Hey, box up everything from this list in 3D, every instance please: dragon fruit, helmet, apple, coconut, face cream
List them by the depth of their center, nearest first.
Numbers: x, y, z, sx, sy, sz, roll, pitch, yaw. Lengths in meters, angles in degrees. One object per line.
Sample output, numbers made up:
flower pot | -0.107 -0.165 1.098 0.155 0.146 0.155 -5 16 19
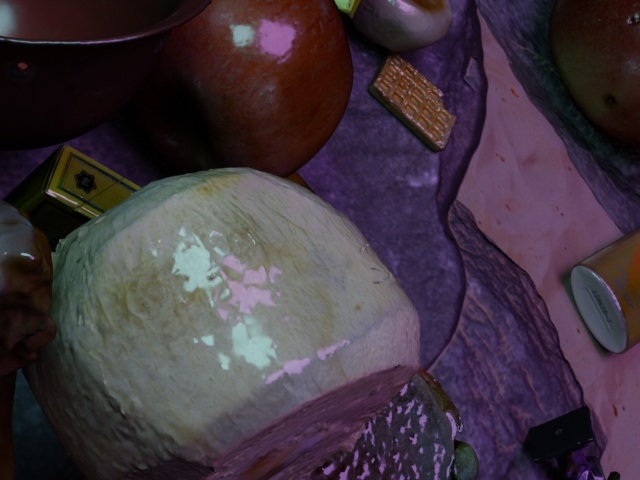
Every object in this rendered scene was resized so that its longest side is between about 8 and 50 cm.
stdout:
coconut | -0.089 0.075 0.959 0.297 0.297 0.254 -13 58 -44
helmet | -0.286 -0.200 1.075 0.337 0.230 0.385 -25 58 -41
dragon fruit | 0.022 0.214 1.193 0.295 0.130 0.268 27 70 -24
apple | -0.077 -0.182 1.248 0.253 0.253 0.254 20 57 -33
face cream | 0.473 0.056 1.735 0.285 0.067 0.139 -23 87 -45
apple | 0.529 -0.307 1.826 0.348 0.277 0.348 19 58 -33

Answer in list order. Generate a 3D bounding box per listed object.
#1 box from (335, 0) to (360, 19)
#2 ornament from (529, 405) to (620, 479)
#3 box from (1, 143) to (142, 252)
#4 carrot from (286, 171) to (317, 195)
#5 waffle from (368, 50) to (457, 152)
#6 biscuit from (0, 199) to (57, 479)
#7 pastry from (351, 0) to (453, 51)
box | -0.084 -0.393 1.327 0.335 0.047 0.187 22 90 6
ornament | 0.340 0.309 1.494 0.203 0.088 0.081 55 19 -21
box | -0.191 0.010 1.133 0.220 0.141 0.064 33 52 -25
carrot | 0.000 0.000 1.287 0.070 0.070 0.260 0 40 -41
waffle | 0.127 -0.188 1.596 0.135 0.021 0.092 40 48 -18
biscuit | -0.273 0.139 0.890 0.115 0.268 0.366 0 108 -27
pastry | 0.103 -0.319 1.586 0.156 0.092 0.156 20 51 -26
